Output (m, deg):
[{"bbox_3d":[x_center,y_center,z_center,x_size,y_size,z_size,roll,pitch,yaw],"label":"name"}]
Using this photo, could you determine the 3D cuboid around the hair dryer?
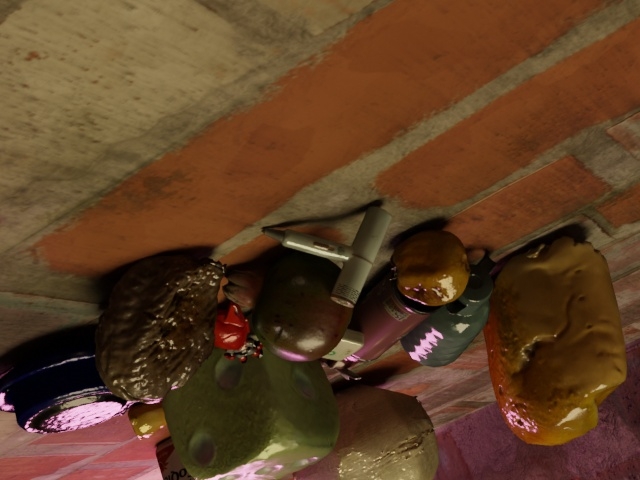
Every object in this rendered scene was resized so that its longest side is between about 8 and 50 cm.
[{"bbox_3d":[0.002,-0.008,1.533,0.183,0.155,0.044,28,164,-15],"label":"hair dryer"}]

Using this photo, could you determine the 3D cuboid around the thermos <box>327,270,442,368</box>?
[{"bbox_3d":[0.111,0.144,1.980,0.109,0.136,0.330,19,145,-17],"label":"thermos"}]

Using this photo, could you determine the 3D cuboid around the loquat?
[{"bbox_3d":[0.183,0.044,1.742,0.137,0.137,0.113,-27,-175,19],"label":"loquat"}]

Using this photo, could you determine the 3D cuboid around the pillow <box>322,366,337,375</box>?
[{"bbox_3d":[-0.009,0.303,2.353,0.135,0.034,0.211,1,153,-47],"label":"pillow"}]

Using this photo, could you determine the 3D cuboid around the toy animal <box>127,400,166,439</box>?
[{"bbox_3d":[-0.317,0.351,2.145,0.159,0.070,0.083,-21,159,-13],"label":"toy animal"}]

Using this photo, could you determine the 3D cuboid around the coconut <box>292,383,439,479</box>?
[{"bbox_3d":[0.101,0.536,2.627,0.360,0.346,0.346,-21,161,-16],"label":"coconut"}]

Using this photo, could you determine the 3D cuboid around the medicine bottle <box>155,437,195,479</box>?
[{"bbox_3d":[-0.292,0.619,2.521,0.156,0.289,0.157,-18,160,-7],"label":"medicine bottle"}]

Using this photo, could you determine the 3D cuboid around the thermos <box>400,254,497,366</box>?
[{"bbox_3d":[0.265,0.127,2.023,0.182,0.145,0.286,-46,172,-28],"label":"thermos"}]

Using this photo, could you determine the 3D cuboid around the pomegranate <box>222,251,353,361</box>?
[{"bbox_3d":[-0.052,0.094,1.623,0.209,0.180,0.180,23,148,-7],"label":"pomegranate"}]

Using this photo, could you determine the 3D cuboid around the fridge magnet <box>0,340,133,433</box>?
[{"bbox_3d":[-0.404,0.239,1.700,0.265,0.113,0.265,-16,158,-7],"label":"fridge magnet"}]

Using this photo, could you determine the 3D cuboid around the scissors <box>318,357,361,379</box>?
[{"bbox_3d":[0.027,0.257,2.122,0.110,0.021,0.212,-9,-165,-26],"label":"scissors"}]

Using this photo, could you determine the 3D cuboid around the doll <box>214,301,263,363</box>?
[{"bbox_3d":[-0.156,0.163,1.778,0.109,0.057,0.169,-17,135,17],"label":"doll"}]

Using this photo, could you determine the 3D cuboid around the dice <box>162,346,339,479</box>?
[{"bbox_3d":[-0.129,0.325,1.981,0.249,0.255,0.252,-32,156,22],"label":"dice"}]

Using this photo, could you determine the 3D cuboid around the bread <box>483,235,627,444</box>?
[{"bbox_3d":[0.459,0.217,2.110,0.250,0.395,0.361,-3,162,-1],"label":"bread"}]

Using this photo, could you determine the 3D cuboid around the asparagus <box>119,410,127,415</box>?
[{"bbox_3d":[-0.417,0.316,2.006,0.036,0.030,0.165,-14,162,13],"label":"asparagus"}]

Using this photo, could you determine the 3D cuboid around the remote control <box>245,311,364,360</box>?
[{"bbox_3d":[-0.033,0.177,1.891,0.230,0.049,0.090,16,144,-29],"label":"remote control"}]

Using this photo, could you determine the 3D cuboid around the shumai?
[{"bbox_3d":[-0.263,0.115,1.527,0.185,0.218,0.183,14,-176,44],"label":"shumai"}]
